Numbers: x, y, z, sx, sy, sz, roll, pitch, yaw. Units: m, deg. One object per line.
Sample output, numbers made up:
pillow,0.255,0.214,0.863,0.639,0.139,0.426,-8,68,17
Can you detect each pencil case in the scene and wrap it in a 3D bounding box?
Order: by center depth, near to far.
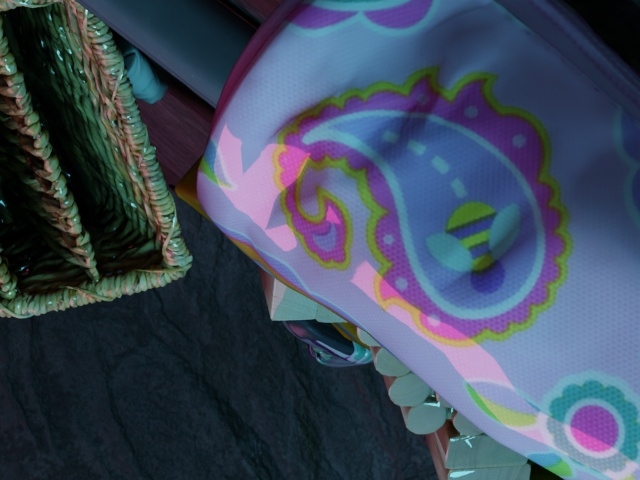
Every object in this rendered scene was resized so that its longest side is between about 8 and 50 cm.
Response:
pencil case,0.104,0.026,0.429,0.284,0.124,0.124,37,175,10

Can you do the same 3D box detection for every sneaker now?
sneaker,-0.188,-0.152,1.401,0.061,0.054,0.152,39,176,-41
sneaker,0.012,0.090,1.471,0.223,0.098,0.083,12,-129,-57

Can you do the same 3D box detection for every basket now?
basket,-0.275,-0.075,1.303,0.223,0.213,0.299,34,148,47

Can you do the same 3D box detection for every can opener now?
can opener,-0.048,-0.073,0.863,0.280,0.093,0.074,43,178,13

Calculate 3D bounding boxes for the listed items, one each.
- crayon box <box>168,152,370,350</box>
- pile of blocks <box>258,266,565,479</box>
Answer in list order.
crayon box,0.000,0.000,1.208,0.202,0.081,0.318,40,175,-14
pile of blocks,0.090,0.041,0.777,0.362,0.149,0.112,52,-166,-35
